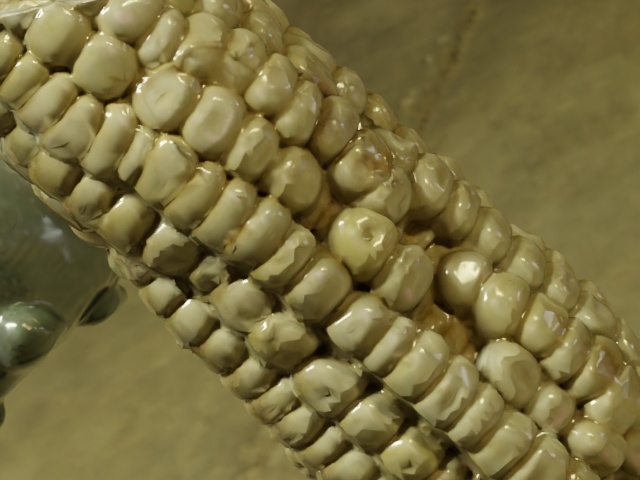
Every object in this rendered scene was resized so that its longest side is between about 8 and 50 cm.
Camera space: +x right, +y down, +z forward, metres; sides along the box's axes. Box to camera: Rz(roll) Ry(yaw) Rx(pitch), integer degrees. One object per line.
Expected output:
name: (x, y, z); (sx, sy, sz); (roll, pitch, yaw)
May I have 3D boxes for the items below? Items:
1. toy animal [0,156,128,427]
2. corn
toy animal: (-0.157, -0.042, 0.648); (0.108, 0.236, 0.138); (-36, 3, -16)
corn: (0.000, 0.000, 0.459); (0.087, 0.211, 0.087); (-40, 15, 13)
